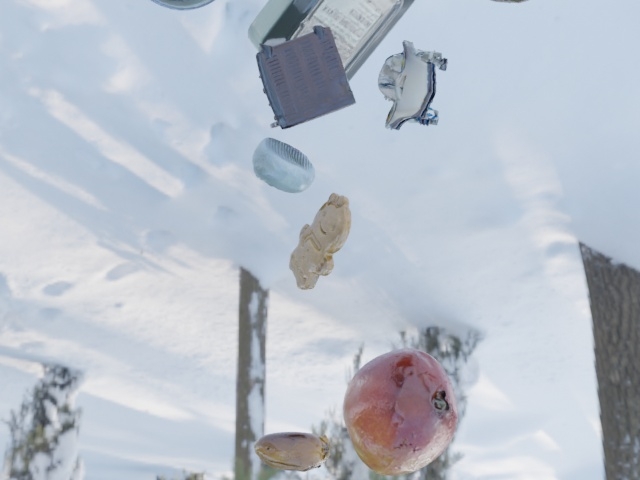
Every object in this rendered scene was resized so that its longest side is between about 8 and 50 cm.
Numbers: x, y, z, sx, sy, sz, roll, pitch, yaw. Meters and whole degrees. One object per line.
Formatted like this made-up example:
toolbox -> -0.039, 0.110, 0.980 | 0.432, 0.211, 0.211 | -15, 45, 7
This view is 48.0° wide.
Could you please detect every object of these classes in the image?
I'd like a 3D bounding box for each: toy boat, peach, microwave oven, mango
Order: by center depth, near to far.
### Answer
toy boat -> 0.094, -0.170, 0.756 | 0.066, 0.084, 0.210 | 8, -160, 2
mango -> -0.046, 0.340, 1.162 | 0.127, 0.063, 0.077 | 2, 171, 0
peach -> 0.170, 0.362, 1.514 | 0.238, 0.281, 0.281 | 27, 148, -10
microwave oven -> -0.041, -0.345, 1.561 | 0.188, 0.178, 0.247 | -17, -171, 2

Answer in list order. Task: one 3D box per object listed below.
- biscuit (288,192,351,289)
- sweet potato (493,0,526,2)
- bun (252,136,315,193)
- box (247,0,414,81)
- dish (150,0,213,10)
biscuit -> -0.001, 0.005, 1.316 | 0.027, 0.133, 0.184 | 19, 129, -32
sweet potato -> 0.472, -0.602, 1.600 | 0.108, 0.079, 0.346 | 44, 155, -3
bun -> -0.080, -0.148, 1.488 | 0.140, 0.141, 0.083 | 15, 118, -33
box -> 0.042, -0.563, 1.791 | 0.373, 0.090, 0.367 | -50, 148, 19
dish -> -0.267, -0.535, 1.208 | 0.133, 0.273, 0.273 | 23, 174, 38
